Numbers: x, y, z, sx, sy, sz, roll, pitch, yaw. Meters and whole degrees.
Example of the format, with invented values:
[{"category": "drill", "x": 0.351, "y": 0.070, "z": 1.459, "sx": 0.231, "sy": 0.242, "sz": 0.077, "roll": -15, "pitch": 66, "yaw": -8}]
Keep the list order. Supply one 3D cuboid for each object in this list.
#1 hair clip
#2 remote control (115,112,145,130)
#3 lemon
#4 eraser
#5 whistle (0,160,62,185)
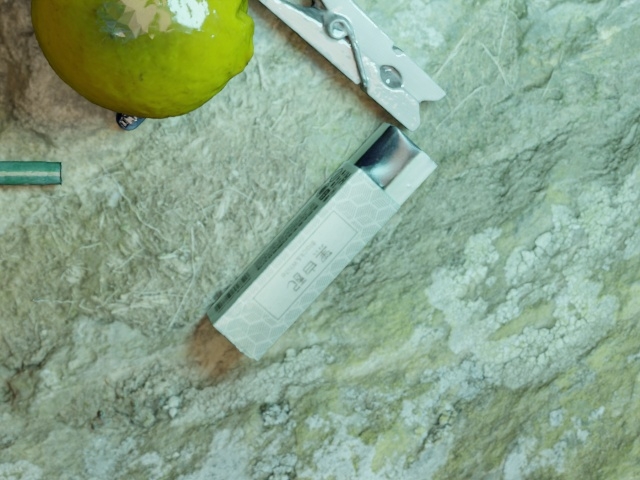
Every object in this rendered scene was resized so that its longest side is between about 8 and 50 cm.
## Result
[{"category": "hair clip", "x": 0.043, "y": -0.297, "z": 1.811, "sx": 0.331, "sy": 0.085, "sz": 0.101, "roll": 41, "pitch": 92, "yaw": -15}, {"category": "remote control", "x": -0.244, "y": -0.222, "z": 1.801, "sx": 0.043, "sy": 0.027, "sz": 0.152, "roll": 43, "pitch": 87, "yaw": -5}, {"category": "lemon", "x": -0.242, "y": -0.308, "z": 1.660, "sx": 0.297, "sy": 0.297, "sz": 0.297, "roll": -2, "pitch": 99, "yaw": -10}, {"category": "eraser", "x": 0.000, "y": 0.000, "z": 1.845, "sx": 0.096, "sy": 0.098, "sz": 0.404, "roll": 44, "pitch": 90, "yaw": -15}, {"category": "whistle", "x": -0.472, "y": -0.097, "z": 1.773, "sx": 0.186, "sy": 0.039, "sz": 0.039, "roll": -1, "pitch": 99, "yaw": -11}]
